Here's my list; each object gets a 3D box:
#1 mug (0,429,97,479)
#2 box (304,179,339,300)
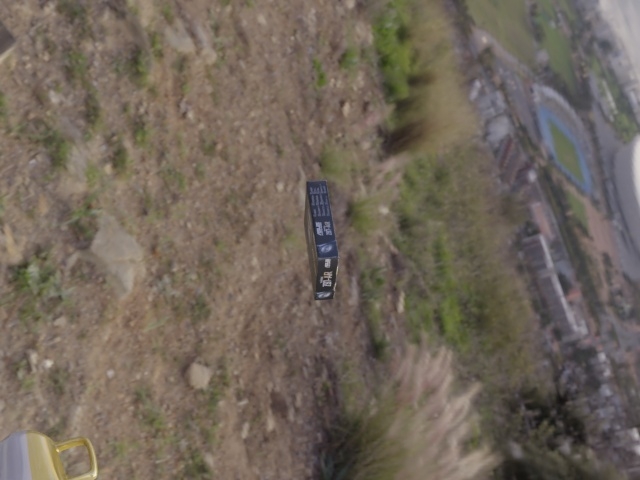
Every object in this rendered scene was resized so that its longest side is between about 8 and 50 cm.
[{"bbox_3d":[-0.218,0.181,0.688,0.078,0.062,0.064,8,35,-31],"label":"mug"},{"bbox_3d":[0.000,0.000,0.779,0.067,0.018,0.083,95,-11,-55],"label":"box"}]
